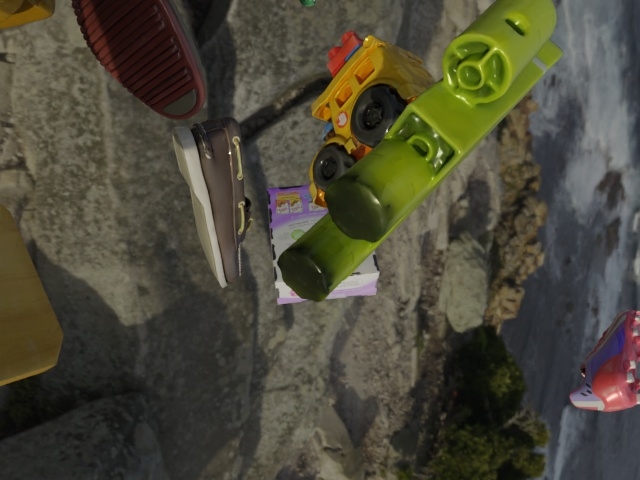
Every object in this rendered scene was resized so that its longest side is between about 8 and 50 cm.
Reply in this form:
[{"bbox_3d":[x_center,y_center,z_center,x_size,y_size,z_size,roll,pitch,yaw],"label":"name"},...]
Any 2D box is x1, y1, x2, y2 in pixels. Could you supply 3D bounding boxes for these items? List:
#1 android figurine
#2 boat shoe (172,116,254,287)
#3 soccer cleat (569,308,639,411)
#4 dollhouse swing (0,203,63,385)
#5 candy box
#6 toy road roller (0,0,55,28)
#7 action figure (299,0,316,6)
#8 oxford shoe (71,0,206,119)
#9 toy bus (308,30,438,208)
[{"bbox_3d":[0.079,-0.070,0.458,0.056,0.248,0.273,43,54,4],"label":"android figurine"},{"bbox_3d":[-0.159,-0.053,1.031,0.097,0.116,0.324,-21,134,-17],"label":"boat shoe"},{"bbox_3d":[0.452,0.179,0.975,0.248,0.095,0.083,-39,107,-53],"label":"soccer cleat"},{"bbox_3d":[-0.591,0.109,0.836,0.346,0.315,0.305,64,2,5],"label":"dollhouse swing"},{"bbox_3d":[0.000,0.000,1.041,0.070,0.165,0.196,90,-6,-53],"label":"candy box"},{"bbox_3d":[-0.617,-0.544,1.155,0.240,0.203,0.329,49,35,-71],"label":"toy road roller"},{"bbox_3d":[-0.016,-0.549,1.144,0.137,0.064,0.232,-21,123,-49],"label":"action figure"},{"bbox_3d":[-0.228,-0.311,0.738,0.348,0.123,0.130,60,29,-19],"label":"oxford shoe"},{"bbox_3d":[0.059,-0.175,0.873,0.149,0.211,0.220,3,140,-46],"label":"toy bus"}]
